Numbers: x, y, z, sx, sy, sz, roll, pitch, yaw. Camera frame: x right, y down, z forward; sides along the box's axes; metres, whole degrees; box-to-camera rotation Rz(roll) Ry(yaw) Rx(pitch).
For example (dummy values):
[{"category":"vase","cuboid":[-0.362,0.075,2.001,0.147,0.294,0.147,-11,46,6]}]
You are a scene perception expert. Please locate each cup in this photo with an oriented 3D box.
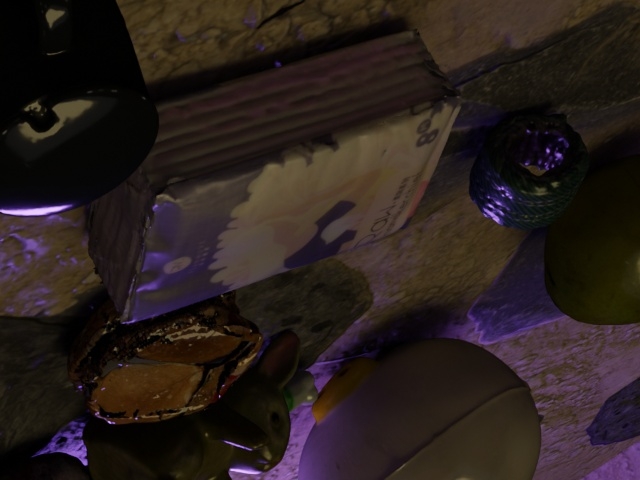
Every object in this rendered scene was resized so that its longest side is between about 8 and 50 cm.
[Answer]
[{"category":"cup","cuboid":[-0.212,-0.132,1.090,0.169,0.176,0.223,-16,153,-22]}]

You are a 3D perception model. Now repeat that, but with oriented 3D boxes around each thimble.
[{"category":"thimble","cuboid":[0.246,-0.083,1.748,0.135,0.118,0.090,-18,153,-26]}]

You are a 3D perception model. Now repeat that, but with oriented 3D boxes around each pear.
[{"category":"pear","cuboid":[0.409,0.002,1.984,0.212,0.212,0.269,-1,136,-47]}]

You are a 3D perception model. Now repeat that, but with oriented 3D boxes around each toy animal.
[{"category":"toy animal","cuboid":[-0.116,0.249,1.903,0.363,0.180,0.181,-17,147,-30]}]

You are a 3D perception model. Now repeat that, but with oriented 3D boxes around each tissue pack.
[{"category":"tissue pack","cuboid":[-0.046,-0.062,1.457,0.344,0.125,0.242,-18,153,-25]}]

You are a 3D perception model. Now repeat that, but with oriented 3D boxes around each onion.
[{"category":"onion","cuboid":[-0.380,0.344,1.844,0.206,0.151,0.098,-45,141,5]}]

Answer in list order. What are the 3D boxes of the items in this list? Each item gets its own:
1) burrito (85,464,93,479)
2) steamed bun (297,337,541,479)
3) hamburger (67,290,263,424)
[{"category":"burrito","cuboid":[-0.310,0.346,1.953,0.229,0.144,0.089,-32,130,-12]},{"category":"steamed bun","cuboid":[0.143,0.312,2.151,0.374,0.334,0.334,-42,153,22]},{"category":"hamburger","cuboid":[-0.180,0.124,1.689,0.231,0.106,0.231,-21,155,-10]}]
